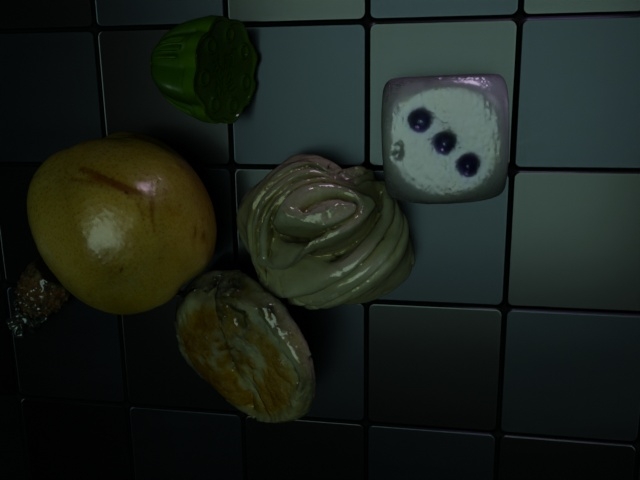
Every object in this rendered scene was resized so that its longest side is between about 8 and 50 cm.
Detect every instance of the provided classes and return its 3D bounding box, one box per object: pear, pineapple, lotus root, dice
[{"bbox_3d":[-0.334,-0.031,1.169,0.314,0.314,0.314,2,104,10],"label":"pear"},{"bbox_3d":[-0.563,0.123,1.344,0.108,0.108,0.198,40,115,-1],"label":"pineapple"},{"bbox_3d":[-0.223,-0.295,1.159,0.186,0.186,0.186,2,104,10],"label":"lotus root"},{"bbox_3d":[0.197,-0.166,1.082,0.191,0.194,0.193,1,105,11],"label":"dice"}]

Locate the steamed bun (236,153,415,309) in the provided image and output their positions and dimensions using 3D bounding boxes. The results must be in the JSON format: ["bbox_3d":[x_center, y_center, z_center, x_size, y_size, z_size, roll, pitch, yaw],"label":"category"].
[{"bbox_3d":[0.003,-0.002,1.151,0.276,0.203,0.289,-36,96,18],"label":"steamed bun"}]

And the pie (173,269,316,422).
[{"bbox_3d":[-0.136,0.197,1.232,0.339,0.077,0.339,21,129,29],"label":"pie"}]
